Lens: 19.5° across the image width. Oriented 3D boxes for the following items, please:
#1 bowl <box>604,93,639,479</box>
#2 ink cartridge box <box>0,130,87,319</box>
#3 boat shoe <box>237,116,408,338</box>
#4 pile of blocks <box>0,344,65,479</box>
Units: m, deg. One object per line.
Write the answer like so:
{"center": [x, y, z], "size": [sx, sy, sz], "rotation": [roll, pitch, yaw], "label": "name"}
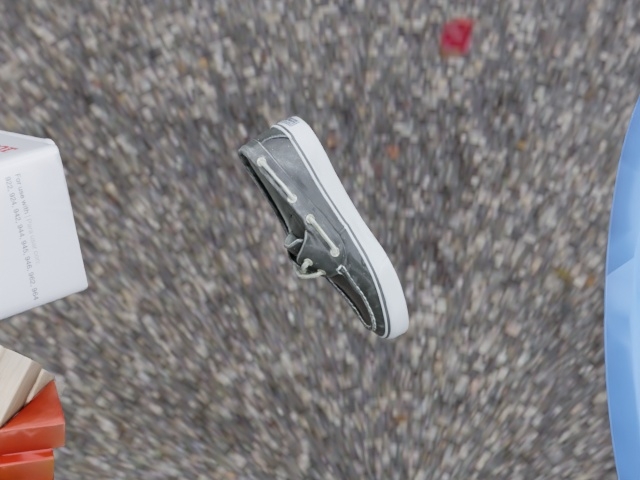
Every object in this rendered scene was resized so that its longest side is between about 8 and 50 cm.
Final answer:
{"center": [0.284, 0.063, 1.163], "size": [0.077, 0.391, 0.391], "rotation": [-3, 78, 30], "label": "bowl"}
{"center": [-0.332, 0.011, 1.320], "size": [0.273, 0.198, 0.115], "rotation": [-19, 108, -29], "label": "ink cartridge box"}
{"center": [0.000, 0.000, 1.654], "size": [0.070, 0.078, 0.219], "rotation": [-32, 94, -21], "label": "boat shoe"}
{"center": [-0.244, 0.211, 1.090], "size": [0.112, 0.149, 0.362], "rotation": [23, 56, 19], "label": "pile of blocks"}
